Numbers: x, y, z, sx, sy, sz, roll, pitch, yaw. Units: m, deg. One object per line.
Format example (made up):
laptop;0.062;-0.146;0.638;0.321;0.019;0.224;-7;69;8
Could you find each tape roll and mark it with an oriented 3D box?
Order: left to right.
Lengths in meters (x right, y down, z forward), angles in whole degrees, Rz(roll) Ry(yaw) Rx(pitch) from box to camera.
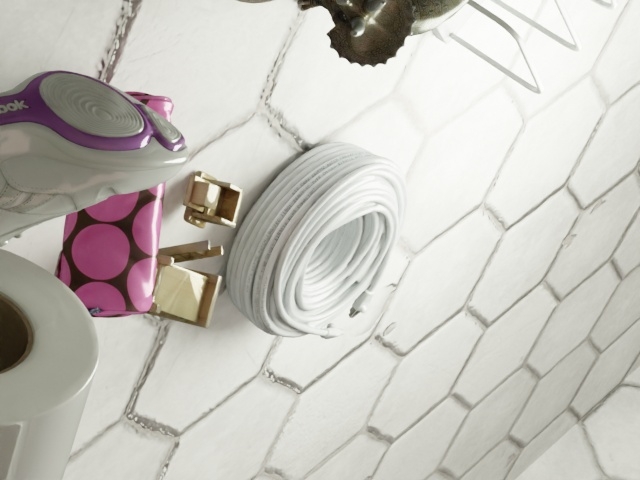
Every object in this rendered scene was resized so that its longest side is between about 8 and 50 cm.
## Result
tape roll;-0.324;0.133;1.242;0.246;0.246;0.169;-19;140;-47

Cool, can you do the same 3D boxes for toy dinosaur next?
toy dinosaur;0.081;-0.255;1.479;0.313;0.160;0.121;-24;143;-41

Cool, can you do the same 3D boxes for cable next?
cable;0.000;0.000;1.757;0.257;0.089;0.257;3;121;-58

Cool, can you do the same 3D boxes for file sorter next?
file sorter;0.254;-0.331;1.642;0.277;0.173;0.193;-50;153;-2

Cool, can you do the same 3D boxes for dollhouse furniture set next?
dollhouse furniture set;-0.179;-0.011;1.498;0.182;0.101;0.161;28;75;-63

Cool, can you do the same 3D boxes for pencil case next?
pencil case;-0.192;-0.034;1.339;0.095;0.098;0.209;171;-74;-84

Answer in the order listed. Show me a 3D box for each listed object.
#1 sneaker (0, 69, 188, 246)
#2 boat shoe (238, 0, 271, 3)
sneaker;-0.262;-0.058;1.234;0.305;0.114;0.152;-5;138;-30
boat shoe;0.021;-0.342;1.352;0.335;0.112;0.095;-43;135;-28
